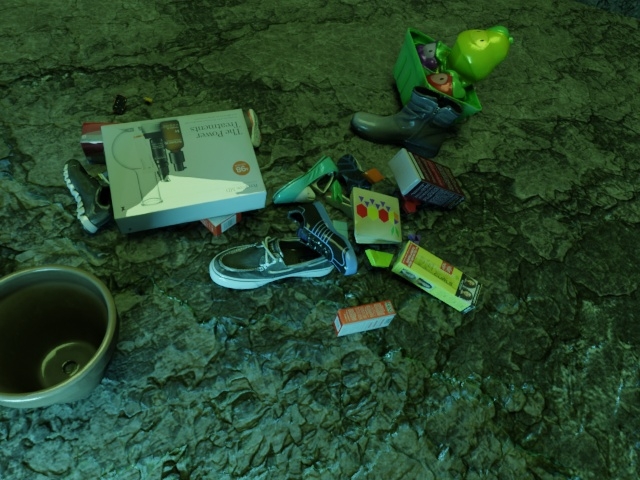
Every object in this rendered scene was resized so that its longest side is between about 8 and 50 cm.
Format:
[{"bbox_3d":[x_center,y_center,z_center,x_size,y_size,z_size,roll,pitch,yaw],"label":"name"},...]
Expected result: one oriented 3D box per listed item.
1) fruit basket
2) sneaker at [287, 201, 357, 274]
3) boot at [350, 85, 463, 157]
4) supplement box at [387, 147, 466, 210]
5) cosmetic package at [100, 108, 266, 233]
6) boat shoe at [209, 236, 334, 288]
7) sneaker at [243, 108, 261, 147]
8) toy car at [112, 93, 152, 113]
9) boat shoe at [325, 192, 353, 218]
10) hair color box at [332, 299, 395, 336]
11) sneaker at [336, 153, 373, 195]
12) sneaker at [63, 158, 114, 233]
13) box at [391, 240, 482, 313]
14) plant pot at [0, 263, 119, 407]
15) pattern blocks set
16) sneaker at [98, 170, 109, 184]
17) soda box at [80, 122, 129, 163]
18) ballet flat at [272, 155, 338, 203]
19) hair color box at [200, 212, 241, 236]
[{"bbox_3d":[0.461,-0.617,1.571,0.282,0.392,0.392,13,51,-26],"label":"fruit basket"},{"bbox_3d":[0.000,0.000,1.095,0.090,0.081,0.232,-16,53,-26],"label":"sneaker"},{"bbox_3d":[0.282,-0.426,1.496,0.338,0.223,0.118,15,54,0],"label":"boot"},{"bbox_3d":[0.327,-0.183,1.365,0.239,0.073,0.130,12,47,-37],"label":"supplement box"},{"bbox_3d":[-0.362,-0.194,1.198,0.377,0.097,0.285,-13,70,-16],"label":"cosmetic package"},{"bbox_3d":[-0.116,0.037,1.152,0.335,0.119,0.121,-7,57,-16],"label":"boat shoe"},{"bbox_3d":[-0.235,-0.358,1.460,0.064,0.061,0.158,-17,55,10],"label":"sneaker"},{"bbox_3d":[-0.614,-0.439,1.454,0.122,0.060,0.040,-4,10,-33],"label":"toy car"},{"bbox_3d":[0.081,-0.106,1.340,0.137,0.049,0.043,31,53,17],"label":"boat shoe"},{"bbox_3d":[0.108,0.194,1.115,0.141,0.072,0.043,-7,57,-17],"label":"hair color box"},{"bbox_3d":[0.120,-0.173,1.360,0.080,0.081,0.211,-29,53,16],"label":"sneaker"},{"bbox_3d":[-0.603,-0.134,1.187,0.106,0.078,0.234,-30,67,-2],"label":"sneaker"},{"bbox_3d":[0.315,0.099,1.211,0.232,0.058,0.087,31,58,2],"label":"box"},{"bbox_3d":[-0.517,0.214,0.878,0.262,0.229,0.263,5,54,-7],"label":"plant pot"},{"bbox_3d":[0.159,-0.064,1.253,0.324,0.026,0.286,19,65,-30],"label":"pattern blocks set"},{"bbox_3d":[-0.555,-0.148,1.238,0.059,0.053,0.144,-34,68,-32],"label":"sneaker"},{"bbox_3d":[-0.548,-0.286,1.311,0.263,0.092,0.084,-3,56,-13],"label":"soda box"},{"bbox_3d":[-0.031,-0.166,1.341,0.087,0.083,0.247,46,60,4],"label":"ballet flat"},{"bbox_3d":[-0.311,-0.100,1.252,0.167,0.053,0.093,40,58,18],"label":"hair color box"}]
